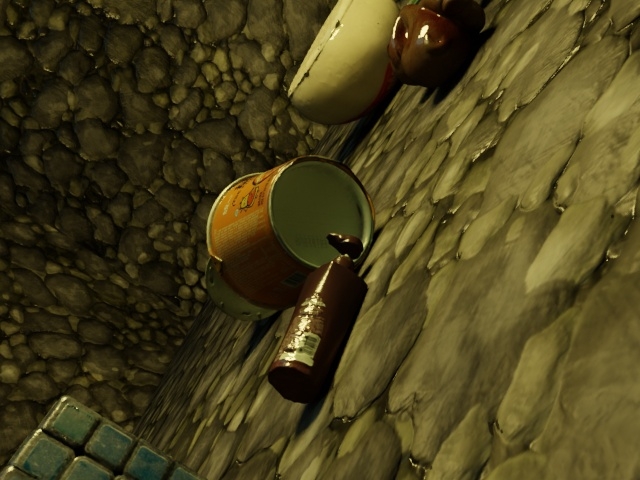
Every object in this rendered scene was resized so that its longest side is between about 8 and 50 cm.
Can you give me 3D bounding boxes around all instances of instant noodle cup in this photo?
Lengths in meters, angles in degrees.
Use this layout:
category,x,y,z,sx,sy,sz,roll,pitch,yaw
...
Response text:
category,x,y,z,sx,sy,sz,roll,pitch,yaw
instant noodle cup,-0.034,-0.018,1.013,0.172,0.216,0.215,-25,31,59

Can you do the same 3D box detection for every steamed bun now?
category,x,y,z,sx,sy,sz,roll,pitch,yaw
steamed bun,0.088,-0.457,1.833,0.374,0.241,0.374,-54,13,19

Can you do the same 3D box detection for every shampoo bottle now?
category,x,y,z,sx,sy,sz,roll,pitch,yaw
shampoo bottle,0.004,0.080,0.835,0.067,0.068,0.236,-51,8,44

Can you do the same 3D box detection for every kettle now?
category,x,y,z,sx,sy,sz,roll,pitch,yaw
kettle,-0.103,0.022,1.411,0.240,0.165,0.255,-45,7,14

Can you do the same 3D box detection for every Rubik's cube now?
category,x,y,z,sx,sy,sz,roll,pitch,yaw
Rubik's cube,-0.257,0.346,0.718,0.238,0.237,0.237,-50,9,38

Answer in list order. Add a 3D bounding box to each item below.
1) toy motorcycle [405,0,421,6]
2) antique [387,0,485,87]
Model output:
category,x,y,z,sx,sy,sz,roll,pitch,yaw
toy motorcycle,0.269,-0.556,1.635,0.205,0.127,0.275,-52,16,31
antique,0.188,-0.332,1.227,0.143,0.121,0.257,-64,14,6
